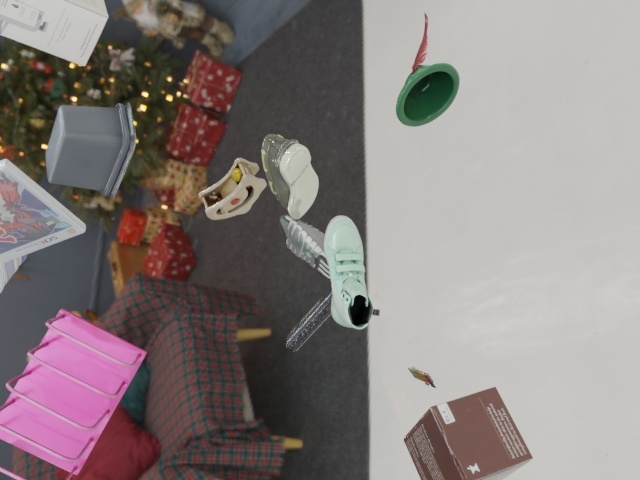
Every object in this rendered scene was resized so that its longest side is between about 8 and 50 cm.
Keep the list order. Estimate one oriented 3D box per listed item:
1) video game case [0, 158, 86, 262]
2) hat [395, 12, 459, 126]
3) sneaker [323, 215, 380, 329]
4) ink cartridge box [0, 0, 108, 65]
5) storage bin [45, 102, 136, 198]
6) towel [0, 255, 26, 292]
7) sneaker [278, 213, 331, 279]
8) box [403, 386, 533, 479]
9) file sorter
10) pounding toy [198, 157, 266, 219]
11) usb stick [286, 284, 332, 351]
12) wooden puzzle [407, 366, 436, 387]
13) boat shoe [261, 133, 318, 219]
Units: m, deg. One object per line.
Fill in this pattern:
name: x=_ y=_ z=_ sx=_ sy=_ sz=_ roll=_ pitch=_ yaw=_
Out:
video game case: x=-0.542 y=-0.043 z=1.130 sx=0.183 sy=0.201 sz=0.023 roll=-19 pitch=53 yaw=12
hat: x=0.236 y=-0.416 z=1.664 sx=0.208 sy=0.173 sz=0.183 roll=-31 pitch=53 yaw=-5
sneaker: x=0.075 y=0.072 z=1.471 sx=0.151 sy=0.094 sz=0.256 roll=-168 pitch=73 yaw=-72
ink cartridge box: x=-0.550 y=-0.460 z=1.190 sx=0.117 sy=0.283 sz=0.207 roll=-52 pitch=43 yaw=27
storage bin: x=-0.319 y=-0.131 z=0.902 sx=0.135 sy=0.091 sz=0.098 roll=-47 pitch=50 yaw=44
towel: x=-0.737 y=-0.009 z=1.571 sx=0.285 sy=0.034 sz=0.209 roll=-126 pitch=41 yaw=-72
sneaker: x=0.000 y=0.000 z=1.730 sx=0.229 sy=0.132 sz=0.086 roll=45 pitch=140 yaw=22
box: x=0.309 y=0.447 z=1.419 sx=0.203 sy=0.167 sz=0.168 roll=109 pitch=144 yaw=-53
file sorter: x=-0.517 y=0.317 z=1.312 sx=0.291 sy=0.202 sz=0.182 roll=-61 pitch=7 yaw=-5
pounding toy: x=-0.297 y=-0.167 z=2.045 sx=0.269 sy=0.154 sz=0.155 roll=-49 pitch=58 yaw=41
usb stick: x=-0.008 y=0.208 z=1.870 sx=0.278 sy=0.045 sz=0.077 roll=-50 pitch=22 yaw=25
wooden puzzle: x=0.216 y=0.290 z=1.412 sx=0.049 sy=0.083 sz=0.006 roll=15 pitch=64 yaw=37
boat shoe: x=-0.075 y=-0.151 z=1.577 sx=0.091 sy=0.305 sz=0.109 roll=34 pitch=73 yaw=18
